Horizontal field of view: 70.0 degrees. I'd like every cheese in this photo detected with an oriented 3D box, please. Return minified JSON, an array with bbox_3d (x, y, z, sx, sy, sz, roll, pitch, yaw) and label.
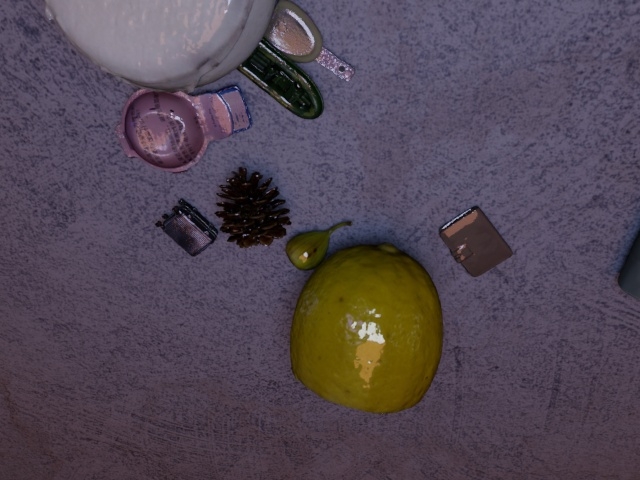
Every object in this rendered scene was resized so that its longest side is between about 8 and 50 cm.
[{"bbox_3d":[-0.287,-0.239,0.947,0.286,0.074,0.189,-16,118,8],"label":"cheese"},{"bbox_3d":[-0.018,-0.369,0.874,0.192,0.037,0.097,29,120,-13],"label":"cheese"}]

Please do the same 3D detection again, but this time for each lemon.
[{"bbox_3d":[0.109,0.166,1.005,0.364,0.364,0.364,2,119,3],"label":"lemon"}]

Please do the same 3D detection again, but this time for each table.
[{"bbox_3d":[0.752,0.018,0.987,0.126,0.126,0.220,5,119,1],"label":"table"}]

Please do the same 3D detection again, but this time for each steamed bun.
[{"bbox_3d":[-0.242,-0.438,0.733,0.374,0.241,0.374,4,117,8],"label":"steamed bun"}]

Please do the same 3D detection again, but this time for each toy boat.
[{"bbox_3d":[-0.078,-0.314,0.890,0.210,0.052,0.104,36,144,-23],"label":"toy boat"}]

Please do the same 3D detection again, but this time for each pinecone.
[{"bbox_3d":[-0.152,-0.075,0.984,0.163,0.163,0.165,-11,108,10],"label":"pinecone"}]

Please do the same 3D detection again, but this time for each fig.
[{"bbox_3d":[0.002,0.013,1.071,0.166,0.093,0.093,-21,117,-6],"label":"fig"}]

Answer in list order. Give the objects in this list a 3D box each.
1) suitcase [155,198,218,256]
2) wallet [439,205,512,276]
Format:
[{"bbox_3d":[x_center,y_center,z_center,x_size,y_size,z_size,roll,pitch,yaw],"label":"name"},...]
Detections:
[{"bbox_3d":[-0.310,-0.026,1.075,0.086,0.059,0.126,-35,111,23],"label":"suitcase"},{"bbox_3d":[0.356,0.005,1.058,0.118,0.039,0.152,-35,108,18],"label":"wallet"}]
